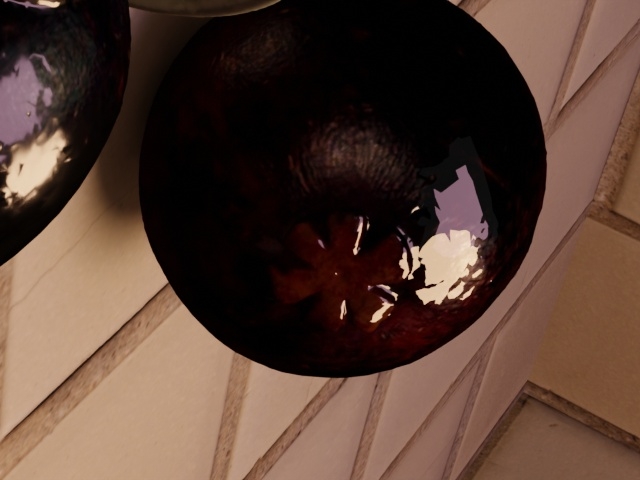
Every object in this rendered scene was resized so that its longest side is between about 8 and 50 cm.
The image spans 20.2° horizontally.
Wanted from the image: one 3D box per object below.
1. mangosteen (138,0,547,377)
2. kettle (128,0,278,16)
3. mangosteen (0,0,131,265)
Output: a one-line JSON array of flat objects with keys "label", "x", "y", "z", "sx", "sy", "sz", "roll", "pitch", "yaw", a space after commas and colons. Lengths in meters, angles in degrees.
[{"label": "mangosteen", "x": 0.012, "y": -0.063, "z": 1.353, "sx": 0.347, "sy": 0.306, "sz": 0.307, "roll": -95, "pitch": -159, "yaw": -61}, {"label": "kettle", "x": -0.053, "y": -0.333, "z": 0.824, "sx": 0.319, "sy": 0.247, "sz": 0.342, "roll": 57, "pitch": 49, "yaw": -42}, {"label": "mangosteen", "x": -0.190, "y": -0.095, "z": 0.748, "sx": 0.243, "sy": 0.243, "sz": 0.243, "roll": -55, "pitch": 162, "yaw": -27}]
